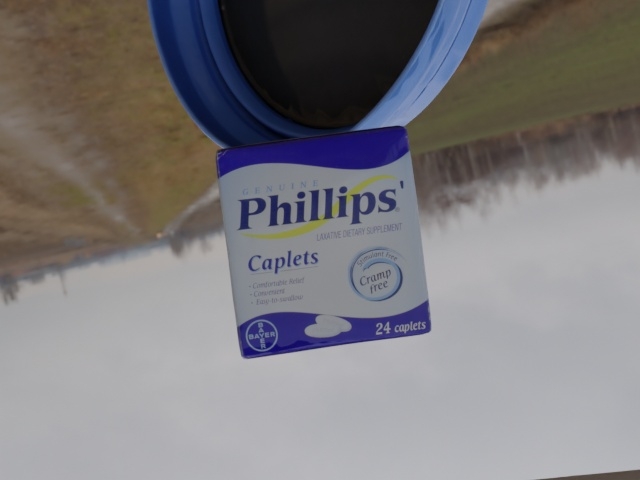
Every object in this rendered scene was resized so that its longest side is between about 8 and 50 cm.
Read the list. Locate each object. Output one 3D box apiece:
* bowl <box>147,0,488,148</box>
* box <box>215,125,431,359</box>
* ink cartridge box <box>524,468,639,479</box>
[{"bbox_3d":[-0.009,-0.260,0.899,0.077,0.391,0.391,-4,175,-44],"label":"bowl"},{"bbox_3d":[0.000,0.000,0.703,0.126,0.137,0.072,-8,-178,-2],"label":"box"},{"bbox_3d":[0.108,0.283,0.732,0.308,0.129,0.223,-6,-158,1],"label":"ink cartridge box"}]
